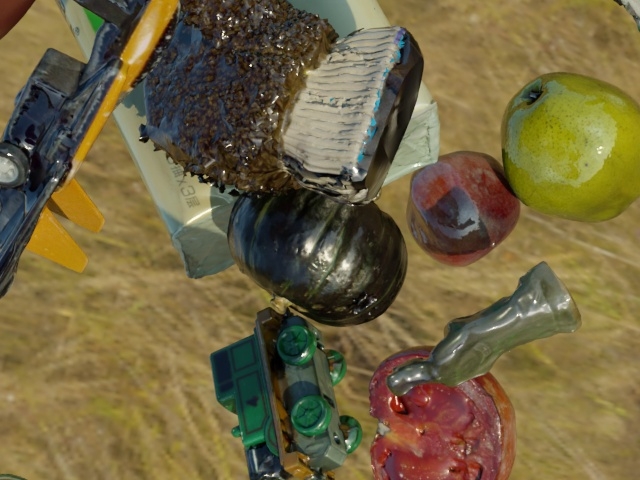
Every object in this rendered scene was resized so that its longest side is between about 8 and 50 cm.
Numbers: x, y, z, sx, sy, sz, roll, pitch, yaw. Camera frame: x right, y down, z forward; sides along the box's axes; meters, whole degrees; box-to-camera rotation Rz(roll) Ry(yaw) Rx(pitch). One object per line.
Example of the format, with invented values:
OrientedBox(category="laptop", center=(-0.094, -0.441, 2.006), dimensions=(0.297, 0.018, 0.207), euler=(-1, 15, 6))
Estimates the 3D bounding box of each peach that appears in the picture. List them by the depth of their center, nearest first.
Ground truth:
OrientedBox(category="peach", center=(0.186, -0.033, 1.823), dimensions=(0.152, 0.152, 0.152), euler=(-24, 58, 44))

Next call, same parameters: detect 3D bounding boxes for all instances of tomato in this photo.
OrientedBox(category="tomato", center=(0.173, 0.245, 1.873), dimensions=(0.200, 0.139, 0.233), euler=(14, 110, 30))

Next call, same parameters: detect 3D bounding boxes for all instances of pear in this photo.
OrientedBox(category="pear", center=(0.315, -0.111, 1.741), dimensions=(0.198, 0.198, 0.198), euler=(-24, 58, 44))

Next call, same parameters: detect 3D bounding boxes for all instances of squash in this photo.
OrientedBox(category="squash", center=(-0.004, 0.004, 1.396), dimensions=(0.193, 0.193, 0.156), euler=(24, 101, 53))

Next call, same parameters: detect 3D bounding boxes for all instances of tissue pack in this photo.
OrientedBox(category="tissue pack", center=(-0.095, -0.215, 1.615), dimensions=(0.332, 0.205, 0.405), euler=(-27, 73, -1))

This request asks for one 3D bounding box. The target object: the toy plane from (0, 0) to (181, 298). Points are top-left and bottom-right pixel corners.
OrientedBox(category="toy plane", center=(-0.179, -0.107, 1.042), dimensions=(0.204, 0.103, 0.316), euler=(-76, 10, -48))

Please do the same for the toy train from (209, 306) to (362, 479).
OrientedBox(category="toy train", center=(-0.041, 0.170, 1.480), dimensions=(0.136, 0.091, 0.227), euler=(-21, 59, 18))

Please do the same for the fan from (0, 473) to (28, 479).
OrientedBox(category="fan", center=(-0.282, 0.247, 1.191), dimensions=(0.085, 0.133, 0.005), euler=(49, 136, 9))

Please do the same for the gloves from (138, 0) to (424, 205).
OrientedBox(category="gloves", center=(-0.056, -0.142, 1.309), dimensions=(0.312, 0.135, 0.210), euler=(7, 85, 33))

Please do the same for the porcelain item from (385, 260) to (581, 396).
OrientedBox(category="porcelain item", center=(0.168, 0.109, 1.507), dimensions=(0.216, 0.081, 0.069), euler=(-30, 54, 0))

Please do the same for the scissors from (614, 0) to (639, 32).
OrientedBox(category="scissors", center=(0.393, -0.261, 1.670), dimensions=(0.027, 0.204, 0.101), euler=(-15, 61, 40))

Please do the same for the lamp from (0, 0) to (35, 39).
OrientedBox(category="lamp", center=(-0.241, -0.201, 0.610), dimensions=(0.303, 0.257, 0.303), euler=(6, 105, 21))
